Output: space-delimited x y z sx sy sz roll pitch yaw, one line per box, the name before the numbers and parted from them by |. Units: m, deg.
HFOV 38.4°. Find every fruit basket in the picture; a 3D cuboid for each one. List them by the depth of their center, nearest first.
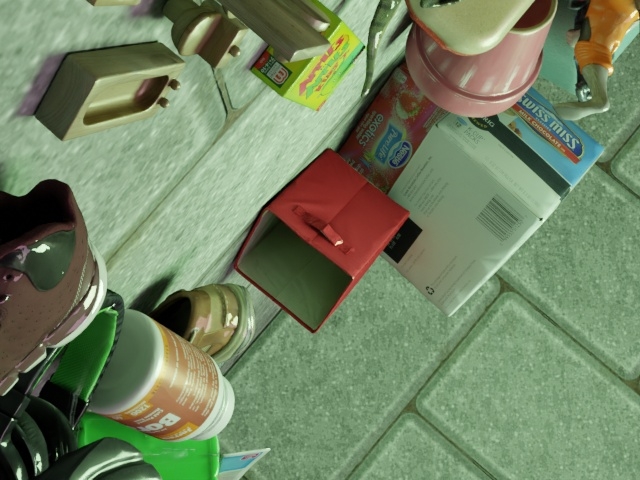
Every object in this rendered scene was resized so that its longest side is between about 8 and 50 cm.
fruit basket | -0.276 0.358 1.293 0.353 0.326 0.166 124 -35 -48

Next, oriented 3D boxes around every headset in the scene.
headset | -0.279 0.225 0.843 0.394 0.185 0.243 -60 176 -10

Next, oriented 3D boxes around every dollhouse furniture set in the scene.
dollhouse furniture set | -0.076 -0.102 0.572 0.151 0.123 0.144 -52 174 24

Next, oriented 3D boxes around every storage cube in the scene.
storage cube | 0.000 0.000 1.542 0.193 0.183 0.215 -47 173 -39

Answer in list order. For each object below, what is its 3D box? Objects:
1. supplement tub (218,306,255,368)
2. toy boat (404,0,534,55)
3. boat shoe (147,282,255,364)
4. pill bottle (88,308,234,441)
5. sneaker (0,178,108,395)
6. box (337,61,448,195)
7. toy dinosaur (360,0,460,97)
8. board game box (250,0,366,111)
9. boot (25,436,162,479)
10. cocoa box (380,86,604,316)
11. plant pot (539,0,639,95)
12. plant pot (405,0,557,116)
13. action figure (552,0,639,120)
supplement tub | -0.192 0.166 1.530 0.198 0.106 0.106 -44 172 -40
toy boat | 0.196 -0.350 1.149 0.231 0.151 0.151 -49 -155 4
boat shoe | -0.228 0.155 1.261 0.116 0.123 0.324 13 133 -46
pill bottle | -0.191 0.171 1.095 0.121 0.121 0.216 -49 147 -4
sneaker | -0.246 0.061 0.564 0.281 0.106 0.162 -55 169 -32
box | 0.141 -0.196 1.644 0.257 0.122 0.128 -54 172 37
toy dinosaur | 0.100 -0.282 0.961 0.118 0.064 0.268 -33 151 -37
board game box | -0.007 -0.188 0.953 0.092 0.043 0.181 -50 174 10
boot | -0.240 0.370 0.600 0.445 0.367 0.146 -27 170 20
cocoa box | 0.270 -0.080 1.591 0.228 0.231 0.347 -41 169 -35
plant pot | 0.377 -0.427 1.410 0.248 0.247 0.252 -49 155 -10
plant pot | 0.240 -0.302 1.304 0.201 0.201 0.180 -47 176 -22
action figure | 0.402 -0.291 1.201 0.330 0.178 0.341 -58 145 -37
